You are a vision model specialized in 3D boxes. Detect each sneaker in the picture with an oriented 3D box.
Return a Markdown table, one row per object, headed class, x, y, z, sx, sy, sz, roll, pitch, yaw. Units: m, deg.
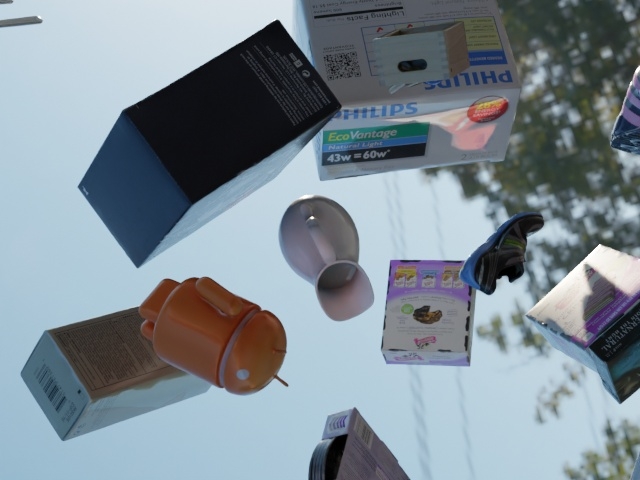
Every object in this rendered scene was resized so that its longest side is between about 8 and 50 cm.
| class | x | y | z | sx | sy | sz | roll | pitch | yaw |
| --- | --- | --- | --- | --- | --- | --- | --- | --- | --- |
| sneaker | 0.287 | 0.022 | 2.064 | 0.078 | 0.067 | 0.188 | 42 | -126 | 10 |
| sneaker | 0.465 | -0.202 | 1.791 | 0.319 | 0.112 | 0.131 | 103 | 175 | -78 |

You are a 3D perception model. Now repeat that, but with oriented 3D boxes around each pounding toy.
| class | x | y | z | sx | sy | sz | roll | pitch | yaw |
| --- | --- | --- | --- | --- | --- | --- | --- | --- | --- |
| pounding toy | 0.142 | -0.264 | 1.996 | 0.130 | 0.141 | 0.100 | -38 | -59 | -63 |

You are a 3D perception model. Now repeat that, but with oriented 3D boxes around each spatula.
| class | x | y | z | sx | sy | sz | roll | pitch | yaw |
| --- | --- | --- | --- | --- | --- | --- | --- | --- | --- |
| spatula | -0.551 | -0.369 | 2.062 | 0.168 | 0.019 | 0.242 | 39 | -151 | 15 |

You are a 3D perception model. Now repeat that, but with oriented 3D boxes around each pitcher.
| class | x | y | z | sx | sy | sz | roll | pitch | yaw |
| --- | --- | --- | --- | --- | --- | --- | --- | --- | --- |
| pitcher | 0.000 | 0.000 | 2.091 | 0.207 | 0.126 | 0.177 | -116 | 4 | -51 |

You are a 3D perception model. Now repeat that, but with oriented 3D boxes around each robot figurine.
| class | x | y | z | sx | sy | sz | roll | pitch | yaw |
| --- | --- | --- | --- | --- | --- | --- | --- | --- | --- |
| robot figurine | -0.139 | 0.129 | 1.819 | 0.128 | 0.219 | 0.158 | -11 | -57 | -69 |

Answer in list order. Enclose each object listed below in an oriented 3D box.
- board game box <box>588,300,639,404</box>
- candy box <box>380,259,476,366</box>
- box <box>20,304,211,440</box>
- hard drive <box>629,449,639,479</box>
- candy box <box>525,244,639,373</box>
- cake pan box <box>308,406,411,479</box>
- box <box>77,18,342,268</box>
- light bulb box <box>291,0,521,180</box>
| class | x | y | z | sx | sy | sz | roll | pitch | yaw |
| --- | --- | --- | --- | --- | --- | --- | --- | --- | --- |
| board game box | 0.335 | 0.068 | 1.255 | 0.026 | 0.186 | 0.126 | 48 | 178 | 31 |
| candy box | 0.207 | 0.137 | 2.547 | 0.070 | 0.165 | 0.196 | 69 | -154 | -58 |
| box | -0.307 | 0.198 | 2.172 | 0.311 | 0.121 | 0.148 | -12 | -123 | -46 |
| hard drive | 0.571 | 0.397 | 2.015 | 0.047 | 0.233 | 0.353 | -7 | -62 | -42 |
| candy box | 0.398 | 0.096 | 1.864 | 0.071 | 0.159 | 0.233 | 48 | 176 | -12 |
| cake pan box | 0.075 | 0.463 | 2.358 | 0.267 | 0.070 | 0.245 | 54 | -149 | -29 |
| box | -0.185 | -0.147 | 2.151 | 0.312 | 0.343 | 0.179 | -34 | -93 | -27 |
| light bulb box | 0.144 | -0.328 | 2.447 | 0.225 | 0.358 | 0.361 | 92 | 170 | -57 |
